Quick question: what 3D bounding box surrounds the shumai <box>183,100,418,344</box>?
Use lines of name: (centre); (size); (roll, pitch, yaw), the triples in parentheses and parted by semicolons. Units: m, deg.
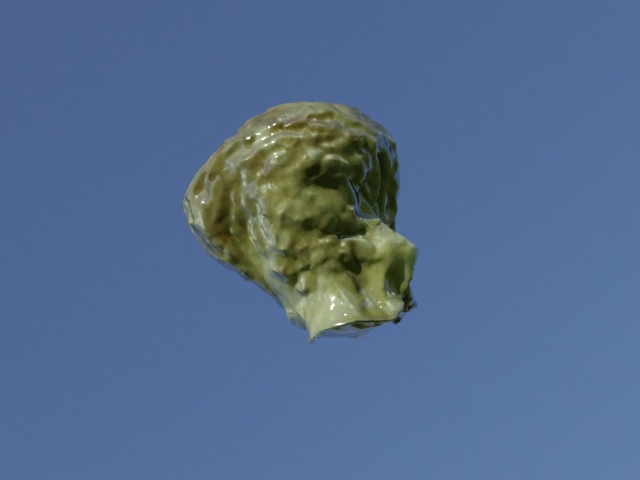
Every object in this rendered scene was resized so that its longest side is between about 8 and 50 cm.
shumai: (0.000, 0.000, 0.540); (0.083, 0.080, 0.082); (-10, -47, -20)
